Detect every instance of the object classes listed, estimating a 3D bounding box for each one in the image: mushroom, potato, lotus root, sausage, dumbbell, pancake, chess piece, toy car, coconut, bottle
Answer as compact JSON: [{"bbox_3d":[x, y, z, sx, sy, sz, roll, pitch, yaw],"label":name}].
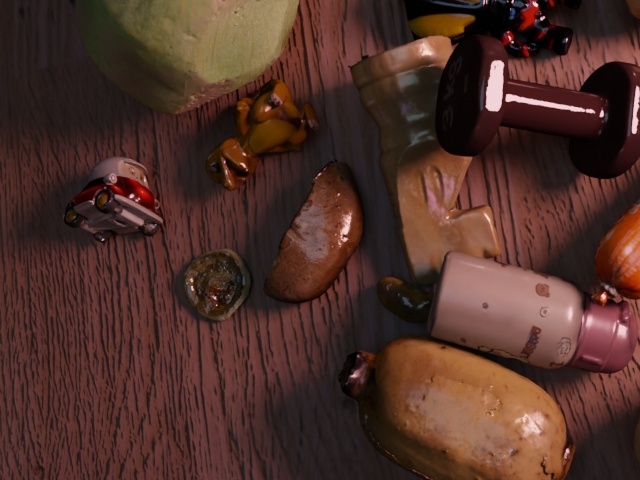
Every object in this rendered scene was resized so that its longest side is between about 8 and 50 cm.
[{"bbox_3d":[0.000,-0.001,1.040,0.094,0.072,0.209,33,94,11],"label":"mushroom"},{"bbox_3d":[0.112,0.079,1.005,0.092,0.045,0.046,24,64,16],"label":"potato"},{"bbox_3d":[0.153,0.208,0.924,0.284,0.146,0.160,22,71,13],"label":"lotus root"},{"bbox_3d":[0.412,-0.043,0.868,0.312,0.093,0.093,-45,71,-1],"label":"sausage"},{"bbox_3d":[0.253,-0.151,0.896,0.226,0.124,0.140,8,87,-14],"label":"dumbbell"},{"bbox_3d":[-0.148,0.060,1.111,0.108,0.017,0.108,-1,87,17],"label":"pancake"},{"bbox_3d":[0.133,-0.097,0.994,0.137,0.137,0.300,-13,92,17],"label":"chess piece"},{"bbox_3d":[-0.303,-0.068,1.142,0.139,0.112,0.112,-11,64,26],"label":"toy car"},{"bbox_3d":[-0.172,-0.326,1.040,0.281,0.328,0.328,31,94,-11],"label":"coconut"},{"bbox_3d":[0.248,0.090,0.916,0.233,0.110,0.109,15,88,7],"label":"bottle"}]

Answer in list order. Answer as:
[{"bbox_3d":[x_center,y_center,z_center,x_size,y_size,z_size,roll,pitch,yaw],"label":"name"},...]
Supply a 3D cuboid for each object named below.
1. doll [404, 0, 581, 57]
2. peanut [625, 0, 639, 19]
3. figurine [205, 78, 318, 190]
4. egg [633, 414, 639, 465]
[{"bbox_3d":[0.203,-0.305,1.002,0.249,0.088,0.127,19,90,17],"label":"doll"},{"bbox_3d":[0.468,-0.379,0.889,0.305,0.147,0.147,-45,72,7],"label":"peanut"},{"bbox_3d":[-0.098,-0.153,1.093,0.176,0.121,0.122,-44,43,19],"label":"figurine"},{"bbox_3d":[0.453,0.198,0.797,0.253,0.186,0.186,-13,79,13],"label":"egg"}]
